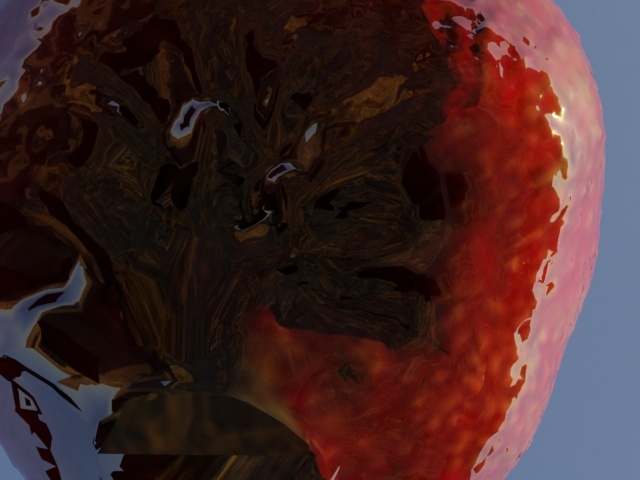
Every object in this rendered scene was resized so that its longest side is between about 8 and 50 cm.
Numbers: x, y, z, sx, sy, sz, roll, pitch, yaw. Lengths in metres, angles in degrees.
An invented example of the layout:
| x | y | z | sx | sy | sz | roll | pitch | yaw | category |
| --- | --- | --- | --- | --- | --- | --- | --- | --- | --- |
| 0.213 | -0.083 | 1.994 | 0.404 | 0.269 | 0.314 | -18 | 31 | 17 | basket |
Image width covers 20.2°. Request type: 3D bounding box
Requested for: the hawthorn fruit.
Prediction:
| x | y | z | sx | sy | sz | roll | pitch | yaw | category |
| --- | --- | --- | --- | --- | --- | --- | --- | --- | --- |
| 0.000 | 0.000 | 0.613 | 0.210 | 0.266 | 0.230 | 5 | -94 | 24 | hawthorn fruit |
